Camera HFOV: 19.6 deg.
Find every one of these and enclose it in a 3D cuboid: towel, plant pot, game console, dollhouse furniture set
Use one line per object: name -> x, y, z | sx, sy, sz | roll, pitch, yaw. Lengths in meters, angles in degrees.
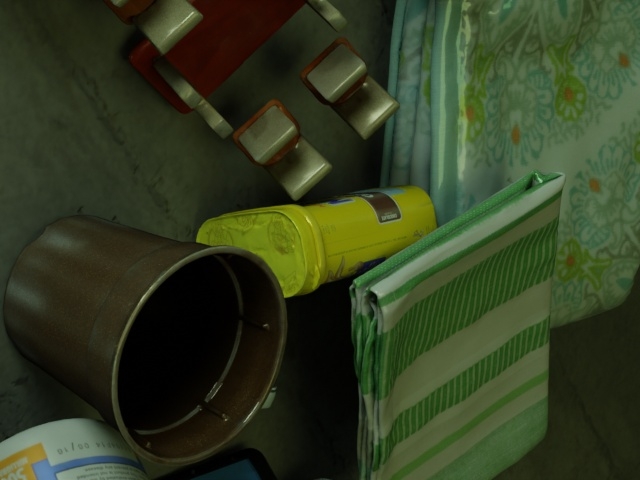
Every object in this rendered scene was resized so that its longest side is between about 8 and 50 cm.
towel -> 0.193, -0.086, 1.693 | 0.320, 0.090, 0.375 | -11, 112, -40
towel -> 0.124, 0.112, 1.621 | 0.248, 0.038, 0.325 | -32, 136, -31
plant pot -> -0.140, 0.060, 1.382 | 0.167, 0.165, 0.167 | -22, 122, -39
game console -> -0.067, 0.232, 1.539 | 0.144, 0.124, 0.085 | -17, 96, -36
dollhouse furniture set -> -0.033, -0.205, 1.420 | 0.259, 0.135, 0.262 | -43, 136, 0

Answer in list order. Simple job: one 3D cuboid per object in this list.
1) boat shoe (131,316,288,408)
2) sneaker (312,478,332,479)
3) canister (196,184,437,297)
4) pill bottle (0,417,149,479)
boat shoe -> -0.099, 0.093, 1.521 | 0.183, 0.065, 0.083 | 3, 102, -53
sneaker -> -0.084, 0.290, 1.591 | 0.282, 0.102, 0.161 | -49, 131, -22
canister -> 0.000, 0.000, 1.534 | 0.170, 0.126, 0.073 | -13, 94, -46
pill bottle -> -0.161, 0.279, 1.351 | 0.152, 0.272, 0.152 | -21, 149, -14
